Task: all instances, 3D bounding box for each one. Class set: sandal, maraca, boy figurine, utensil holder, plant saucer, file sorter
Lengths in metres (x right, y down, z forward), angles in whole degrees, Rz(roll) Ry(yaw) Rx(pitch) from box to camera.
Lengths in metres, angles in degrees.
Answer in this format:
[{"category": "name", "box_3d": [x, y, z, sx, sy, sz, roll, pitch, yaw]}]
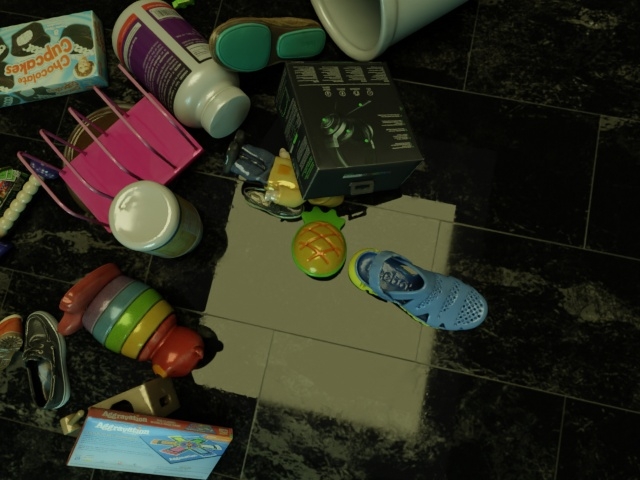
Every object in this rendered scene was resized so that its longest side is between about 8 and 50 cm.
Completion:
[{"category": "sandal", "box_3d": [0.211, 0.107, 0.895, 0.316, 0.138, 0.126, 20, 81, 4]}, {"category": "maraca", "box_3d": [0.000, 0.000, 0.944, 0.127, 0.099, 0.186, 11, 57, -6]}, {"category": "boy figurine", "box_3d": [-0.078, -0.144, 0.947, 0.284, 0.092, 0.177, 22, 45, -4]}, {"category": "utensil holder", "box_3d": [0.193, -0.636, 0.905, 0.385, 0.328, 0.328, -32, 81, -10]}, {"category": "plant saucer", "box_3d": [-0.502, -0.206, 1.024, 0.309, 0.050, 0.312, -1, 80, 3]}, {"category": "file sorter", "box_3d": [-0.452, -0.198, 0.902, 0.290, 0.182, 0.202, -43, 82, -4]}]

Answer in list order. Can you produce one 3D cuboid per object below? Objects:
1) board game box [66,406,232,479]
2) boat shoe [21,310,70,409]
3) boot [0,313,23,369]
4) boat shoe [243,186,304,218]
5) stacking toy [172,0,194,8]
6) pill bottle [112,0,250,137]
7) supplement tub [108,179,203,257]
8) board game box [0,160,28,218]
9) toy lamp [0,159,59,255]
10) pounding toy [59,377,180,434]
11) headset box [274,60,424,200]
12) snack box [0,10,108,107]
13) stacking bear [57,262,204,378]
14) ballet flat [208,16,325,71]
[{"category": "board game box", "box_3d": [-0.337, 0.415, 0.833, 0.281, 0.027, 0.145, 22, 113, -25]}, {"category": "boat shoe", "box_3d": [-0.639, 0.273, 0.942, 0.080, 0.076, 0.229, -15, 81, 1]}, {"category": "boot", "box_3d": [-0.750, 0.244, 0.967, 0.158, 0.059, 0.085, -43, 49, 11]}, {"category": "boat shoe", "box_3d": [-0.114, -0.090, 0.983, 0.152, 0.049, 0.056, 13, 82, 5]}, {"category": "stacking toy", "box_3d": [-0.318, -0.732, 1.091, 0.220, 0.052, 0.167, -24, 81, 0]}, {"category": "pill bottle", "box_3d": [-0.320, -0.396, 0.975, 0.181, 0.181, 0.323, -44, 82, -4]}, {"category": "supplement tub", "box_3d": [-0.351, -0.038, 0.912, 0.144, 0.200, 0.145, 0, 81, 2]}, {"category": "board game box", "box_3d": [-0.860, -0.083, 1.032, 0.136, 0.030, 0.260, 25, 83, 9]}, {"category": "toy lamp", "box_3d": [-0.742, -0.068, 1.001, 0.080, 0.080, 0.275, 32, 83, 7]}, {"category": "pounding toy", "box_3d": [-0.431, 0.376, 0.862, 0.205, 0.181, 0.094, -23, 81, -1]}, {"category": "headset box", "box_3d": [0.057, -0.236, 0.900, 0.246, 0.131, 0.284, -10, 71, -21]}, {"category": "snack box", "box_3d": [-0.722, -0.465, 1.067, 0.321, 0.060, 0.187, -11, 81, 1]}, {"category": "stacking bear", "box_3d": [-0.389, 0.194, 0.905, 0.288, 0.175, 0.164, 36, 42, -4]}, {"category": "ballet flat", "box_3d": [-0.138, -0.471, 0.958, 0.124, 0.116, 0.342, 38, 48, 25]}]
